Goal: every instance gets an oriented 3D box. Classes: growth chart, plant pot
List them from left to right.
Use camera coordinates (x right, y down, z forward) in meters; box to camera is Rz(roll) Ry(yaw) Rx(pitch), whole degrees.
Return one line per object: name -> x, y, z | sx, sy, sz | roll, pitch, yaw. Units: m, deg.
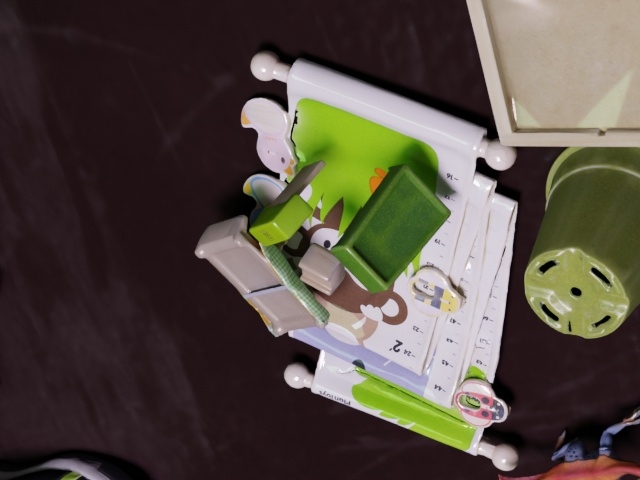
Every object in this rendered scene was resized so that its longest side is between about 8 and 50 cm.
growth chart -> 0.032, 0.012, 0.918 | 0.172, 0.021, 0.237 | 15, 129, 23
plant pot -> 0.134, 0.005, 0.806 | 0.083, 0.079, 0.083 | 17, 132, 20

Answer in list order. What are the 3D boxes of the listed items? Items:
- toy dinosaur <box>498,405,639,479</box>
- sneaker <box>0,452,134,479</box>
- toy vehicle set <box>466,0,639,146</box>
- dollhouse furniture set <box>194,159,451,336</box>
toy dinosaur -> 0.151, 0.128, 0.898 | 0.047, 0.090, 0.082 | 59, 177, -6
sneaker -> -0.218, 0.209, 1.168 | 0.235, 0.097, 0.084 | -6, 121, 35
toy vehicle set -> 0.131, -0.162, 0.710 | 0.166, 0.035, 0.267 | 3, 125, 30
dollhouse furniture set -> 0.000, 0.000, 0.898 | 0.076, 0.058, 0.152 | 46, 155, -15
